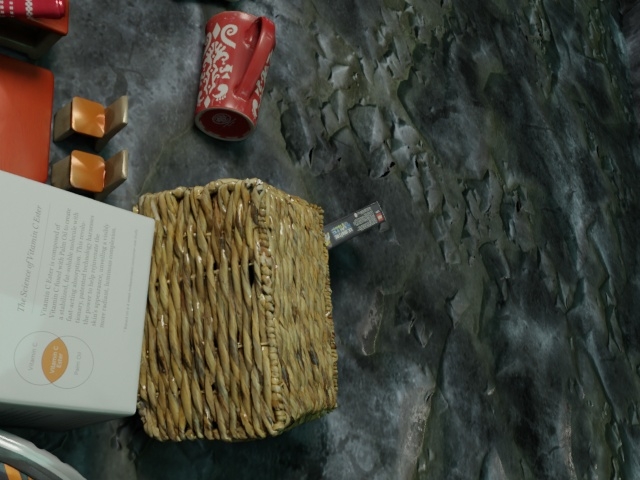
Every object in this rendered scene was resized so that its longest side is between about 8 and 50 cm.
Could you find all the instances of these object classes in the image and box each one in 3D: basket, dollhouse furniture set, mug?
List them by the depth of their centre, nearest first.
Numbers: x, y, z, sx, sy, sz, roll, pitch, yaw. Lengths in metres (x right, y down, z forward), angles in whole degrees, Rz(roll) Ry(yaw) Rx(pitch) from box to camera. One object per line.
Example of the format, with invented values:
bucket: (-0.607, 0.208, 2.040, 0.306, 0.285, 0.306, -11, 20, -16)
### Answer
dollhouse furniture set: (-0.349, -0.188, 0.766, 0.262, 0.135, 0.259, 12, 64, -41)
basket: (-0.113, 0.091, 0.842, 0.223, 0.214, 0.299, 17, 66, -71)
mug: (-0.133, -0.255, 1.010, 0.113, 0.150, 0.169, 9, 67, -5)

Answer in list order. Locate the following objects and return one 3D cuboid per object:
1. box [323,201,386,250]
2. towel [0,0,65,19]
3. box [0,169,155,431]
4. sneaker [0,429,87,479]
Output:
box: (0.000, 0.000, 1.040, 0.207, 0.114, 0.036, -26, 91, -47)
towel: (-0.410, -0.319, 0.699, 0.275, 0.031, 0.198, -3, 71, -16)
box: (-0.358, 0.052, 0.628, 0.345, 0.168, 0.214, 20, 59, -38)
sneaker: (-0.278, 0.313, 0.615, 0.321, 0.125, 0.180, 49, 45, -21)
